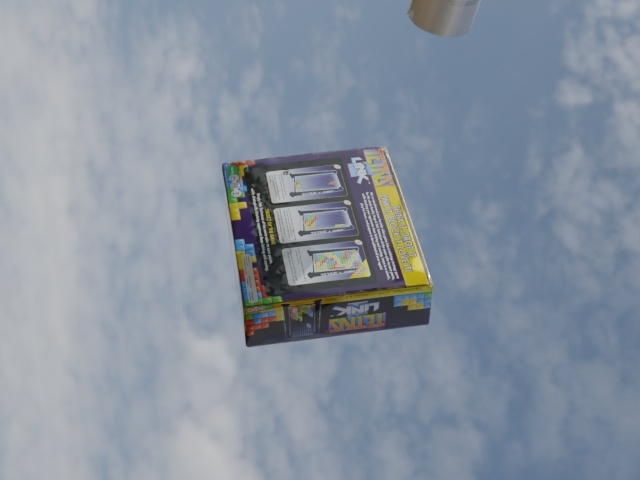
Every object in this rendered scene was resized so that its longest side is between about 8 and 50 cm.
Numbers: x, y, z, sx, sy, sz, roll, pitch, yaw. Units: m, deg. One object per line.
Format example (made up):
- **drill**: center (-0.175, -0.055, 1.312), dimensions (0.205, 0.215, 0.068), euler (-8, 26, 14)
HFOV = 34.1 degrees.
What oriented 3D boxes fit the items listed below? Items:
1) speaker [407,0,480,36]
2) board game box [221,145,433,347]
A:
- **speaker**: center (0.107, -0.222, 0.787), dimensions (0.136, 0.055, 0.055), euler (105, -33, -45)
- **board game box**: center (0.000, 0.000, 0.821), dimensions (0.170, 0.141, 0.048), euler (-103, -170, -46)
